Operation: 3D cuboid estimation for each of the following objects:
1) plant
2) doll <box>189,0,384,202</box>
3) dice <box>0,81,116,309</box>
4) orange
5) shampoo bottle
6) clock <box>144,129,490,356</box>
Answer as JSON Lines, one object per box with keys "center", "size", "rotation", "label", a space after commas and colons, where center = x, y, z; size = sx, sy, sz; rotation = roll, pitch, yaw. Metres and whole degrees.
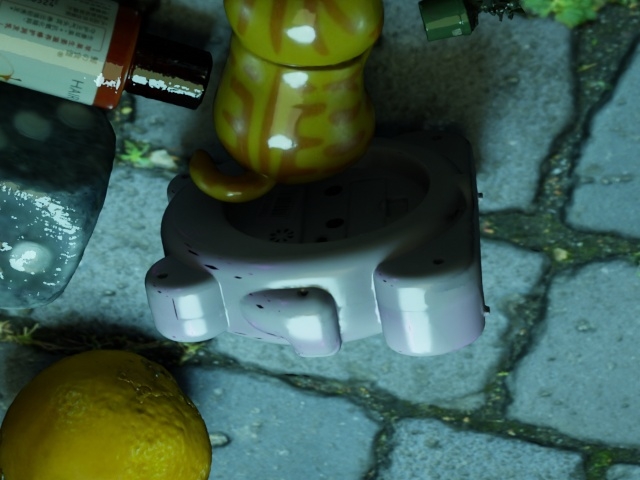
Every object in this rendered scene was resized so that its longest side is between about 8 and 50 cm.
{"center": [0.147, -0.224, 1.667], "size": [0.102, 0.051, 0.051], "rotation": [-15, 129, 1], "label": "plant"}
{"center": [-0.024, -0.178, 1.646], "size": [0.166, 0.162, 0.269], "rotation": [14, 121, 10], "label": "doll"}
{"center": [-0.317, -0.052, 1.748], "size": [0.183, 0.182, 0.181], "rotation": [19, 130, -12], "label": "dice"}
{"center": [-0.248, 0.246, 1.962], "size": [0.246, 0.246, 0.246], "rotation": [1, 131, 2], "label": "orange"}
{"center": [-0.242, -0.190, 1.676], "size": [0.278, 0.104, 0.104], "rotation": [15, 130, -10], "label": "shampoo bottle"}
{"center": [0.000, 0.000, 1.704], "size": [0.322, 0.295, 0.113], "rotation": [-5, 122, 6], "label": "clock"}
